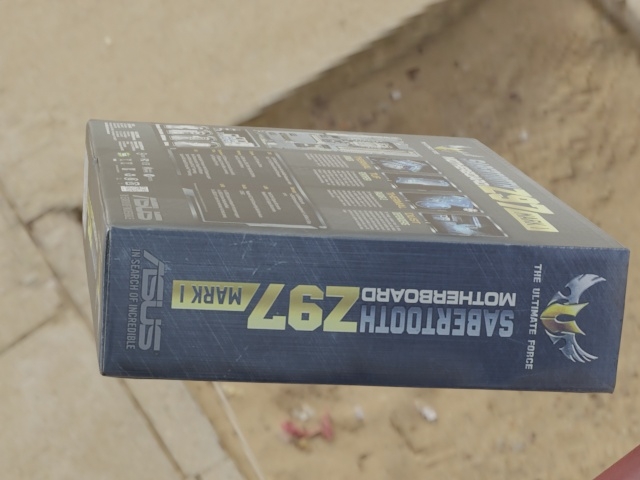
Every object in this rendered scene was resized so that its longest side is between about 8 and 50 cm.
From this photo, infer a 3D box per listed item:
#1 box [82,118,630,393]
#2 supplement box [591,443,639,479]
[{"bbox_3d":[0.000,0.000,0.733,0.183,0.059,0.233,2,13,-10],"label":"box"},{"bbox_3d":[0.177,0.097,0.391,0.191,0.194,0.129,-41,41,16],"label":"supplement box"}]
